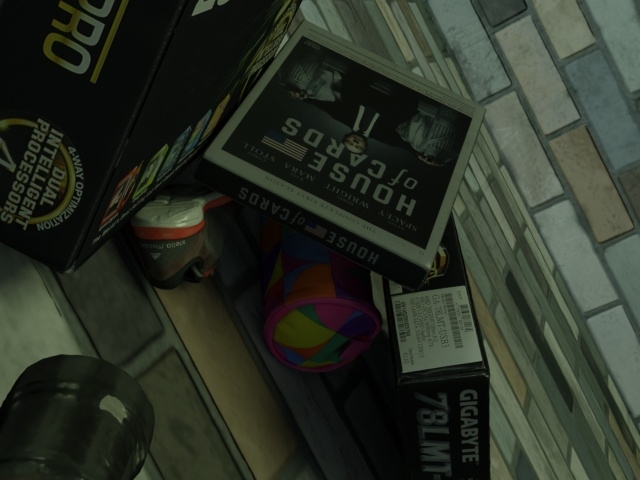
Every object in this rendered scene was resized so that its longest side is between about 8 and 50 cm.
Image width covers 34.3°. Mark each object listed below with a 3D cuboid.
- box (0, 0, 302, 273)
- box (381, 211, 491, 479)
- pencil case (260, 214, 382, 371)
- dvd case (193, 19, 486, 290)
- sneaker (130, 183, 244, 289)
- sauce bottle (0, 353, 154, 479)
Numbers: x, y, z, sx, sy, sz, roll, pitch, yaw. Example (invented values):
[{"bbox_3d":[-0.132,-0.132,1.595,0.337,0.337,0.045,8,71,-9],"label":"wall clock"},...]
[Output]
[{"bbox_3d":[-0.065,-0.192,0.656,0.097,0.318,0.395,27,22,1],"label":"box"},{"bbox_3d":[0.095,0.095,0.903,0.293,0.073,0.296,-92,173,-47],"label":"box"},{"bbox_3d":[0.000,0.000,0.892,0.104,0.104,0.236,49,27,-36],"label":"pencil case"},{"bbox_3d":[0.027,-0.077,0.807,0.179,0.030,0.239,26,39,0],"label":"dvd case"},{"bbox_3d":[-0.095,-0.004,0.749,0.158,0.061,0.065,-39,130,-69],"label":"sneaker"},{"bbox_3d":[-0.127,0.166,0.345,0.111,0.111,0.344,55,20,-25],"label":"sauce bottle"}]
